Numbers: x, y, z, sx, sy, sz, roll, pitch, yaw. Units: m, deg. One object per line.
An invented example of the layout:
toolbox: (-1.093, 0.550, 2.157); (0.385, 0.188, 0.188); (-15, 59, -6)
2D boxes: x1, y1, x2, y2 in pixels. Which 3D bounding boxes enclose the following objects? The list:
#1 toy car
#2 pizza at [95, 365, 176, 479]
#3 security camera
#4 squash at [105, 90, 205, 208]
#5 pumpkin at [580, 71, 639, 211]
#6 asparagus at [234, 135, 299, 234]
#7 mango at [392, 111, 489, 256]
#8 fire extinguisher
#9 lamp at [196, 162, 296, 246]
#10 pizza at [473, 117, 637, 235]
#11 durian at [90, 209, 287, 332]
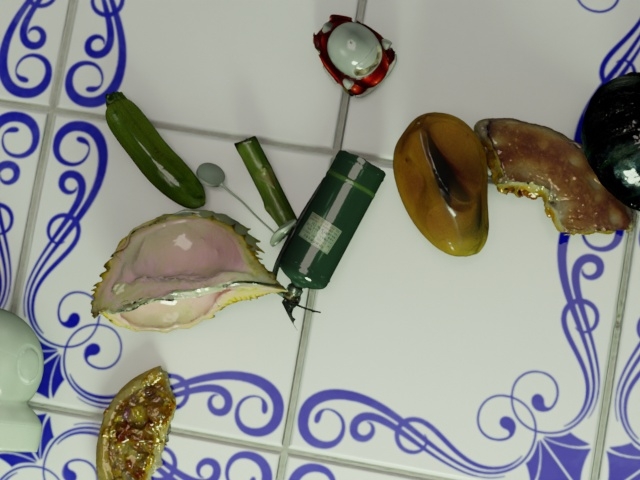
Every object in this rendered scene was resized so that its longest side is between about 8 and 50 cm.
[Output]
toy car: (0.050, -0.316, 1.959); (0.139, 0.112, 0.112); (43, 90, 7)
pizza: (-0.308, 0.324, 1.957); (0.127, 0.058, 0.246); (28, 90, 7)
security camera: (-0.540, 0.226, 1.930); (0.194, 0.194, 0.236); (3, 80, 6)
squash: (-0.287, -0.150, 1.998); (0.069, 0.069, 0.258); (-41, 82, 1)
pumpkin: (0.506, -0.151, 1.841); (0.163, 0.233, 0.233); (-34, 80, 39)
asparagus: (-0.087, -0.091, 1.989); (0.045, 0.041, 0.178); (-22, 97, 37)
mango: (0.198, -0.086, 1.900); (0.136, 0.166, 0.236); (-16, 84, -26)
fire extinguisher: (0.000, 0.000, 1.945); (0.118, 0.093, 0.294); (27, 88, 22)
lamp: (-0.125, -0.071, 1.970); (0.198, 0.056, 0.050); (42, 45, 13)
pizza: (0.372, -0.097, 1.919); (0.305, 0.085, 0.161); (36, 67, 6)
durian: (-0.223, 0.037, 1.939); (0.305, 0.185, 0.196); (-14, 65, -3)
